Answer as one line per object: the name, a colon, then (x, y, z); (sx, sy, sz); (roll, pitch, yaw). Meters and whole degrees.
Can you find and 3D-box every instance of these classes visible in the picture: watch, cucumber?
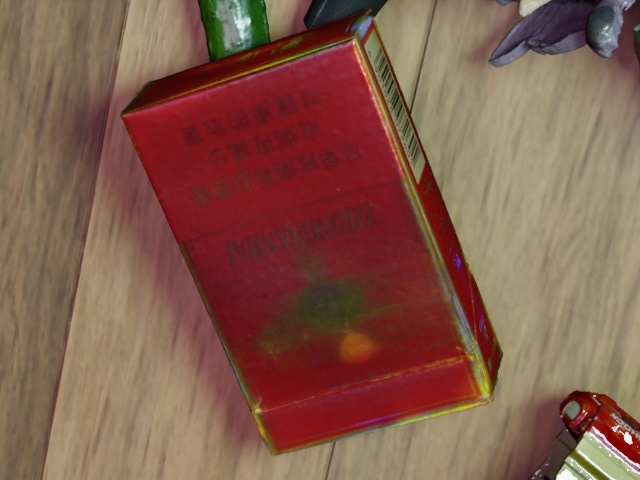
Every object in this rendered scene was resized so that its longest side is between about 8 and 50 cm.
watch: (0.158, 0.238, 1.394); (0.102, 0.165, 0.268); (40, 87, 4)
cucumber: (-0.072, -0.189, 1.428); (0.056, 0.056, 0.250); (-7, 103, 16)

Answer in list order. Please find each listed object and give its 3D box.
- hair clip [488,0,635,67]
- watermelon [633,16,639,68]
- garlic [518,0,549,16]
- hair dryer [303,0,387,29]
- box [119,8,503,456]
hair clip: (0.185, -0.196, 1.321); (0.056, 0.187, 0.146); (39, 75, -34)
watermelon: (0.307, -0.112, 1.294); (0.128, 0.146, 0.231); (-41, 88, 19)
garlic: (0.152, -0.271, 1.231); (0.229, 0.143, 0.178); (-12, 134, 35)
hair dryer: (-0.006, -0.304, 1.390); (0.271, 0.091, 0.235); (41, 118, 16)
box: (-0.001, 0.000, 1.409); (0.197, 0.089, 0.313); (-16, 108, 17)
